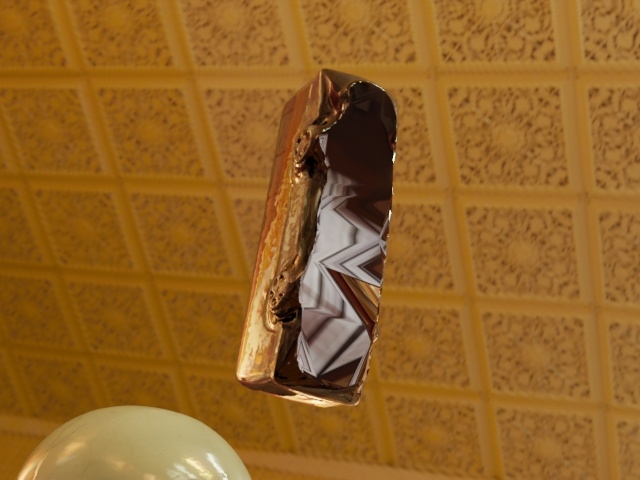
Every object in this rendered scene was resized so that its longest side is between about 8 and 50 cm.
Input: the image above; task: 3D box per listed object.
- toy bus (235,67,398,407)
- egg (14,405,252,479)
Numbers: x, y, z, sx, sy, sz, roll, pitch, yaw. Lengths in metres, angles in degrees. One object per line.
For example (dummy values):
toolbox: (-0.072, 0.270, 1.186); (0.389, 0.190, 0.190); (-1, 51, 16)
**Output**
toy bus: (0.000, 0.000, 0.621); (0.057, 0.172, 0.072); (19, -22, -24)
egg: (-0.121, 0.183, 0.799); (0.151, 0.151, 0.209); (51, -37, -15)
